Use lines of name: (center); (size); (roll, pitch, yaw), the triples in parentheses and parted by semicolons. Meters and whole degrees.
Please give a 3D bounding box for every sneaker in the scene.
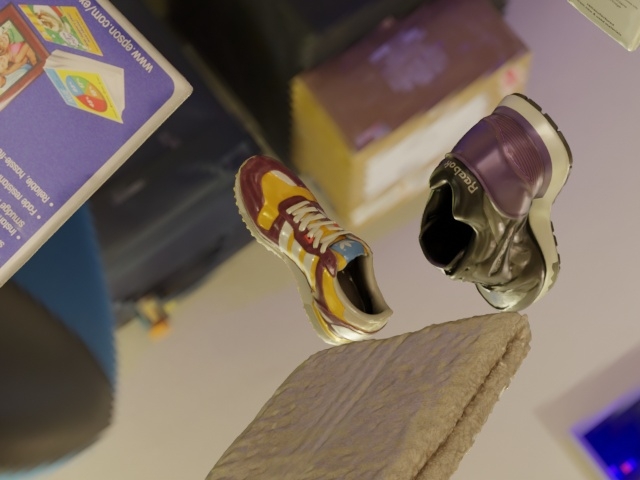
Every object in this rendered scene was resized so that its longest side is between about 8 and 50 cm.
sneaker: (0.131, -0.009, 1.723); (0.124, 0.107, 0.283); (-36, 153, -18)
sneaker: (0.000, 0.000, 1.717); (0.069, 0.185, 0.084); (-36, -175, -34)

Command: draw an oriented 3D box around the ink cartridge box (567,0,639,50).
ink cartridge box: (0.325, -0.295, 1.821); (0.153, 0.087, 0.208); (-41, 164, -30)

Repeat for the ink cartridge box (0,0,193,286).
ink cartridge box: (-0.297, -0.104, 1.348); (0.307, 0.303, 0.072); (-46, -171, -14)

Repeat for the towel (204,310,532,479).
towel: (0.014, 0.142, 1.288); (0.187, 0.049, 0.282); (-14, -158, 37)
